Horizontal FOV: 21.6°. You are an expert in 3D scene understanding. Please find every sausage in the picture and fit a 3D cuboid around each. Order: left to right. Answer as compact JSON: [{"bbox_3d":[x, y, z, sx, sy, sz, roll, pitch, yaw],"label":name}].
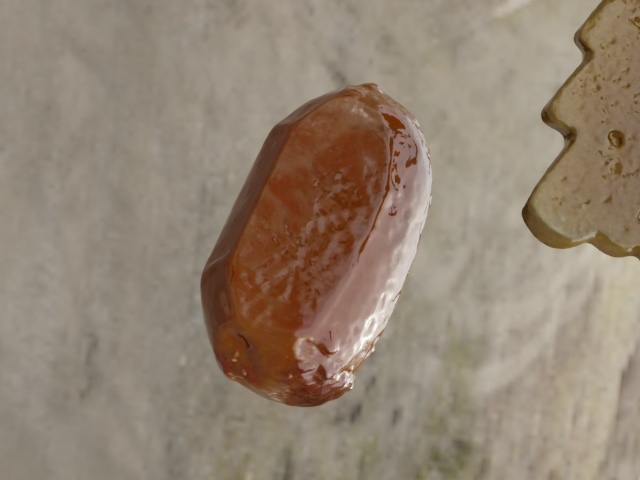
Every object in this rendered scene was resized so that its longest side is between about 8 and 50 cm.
[{"bbox_3d":[0.000,0.000,1.357,0.141,0.153,0.268,74,38,-76],"label":"sausage"}]

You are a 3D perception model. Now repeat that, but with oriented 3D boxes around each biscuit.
[{"bbox_3d":[0.241,-0.086,1.164,0.041,0.212,0.238,113,-26,-86],"label":"biscuit"}]
